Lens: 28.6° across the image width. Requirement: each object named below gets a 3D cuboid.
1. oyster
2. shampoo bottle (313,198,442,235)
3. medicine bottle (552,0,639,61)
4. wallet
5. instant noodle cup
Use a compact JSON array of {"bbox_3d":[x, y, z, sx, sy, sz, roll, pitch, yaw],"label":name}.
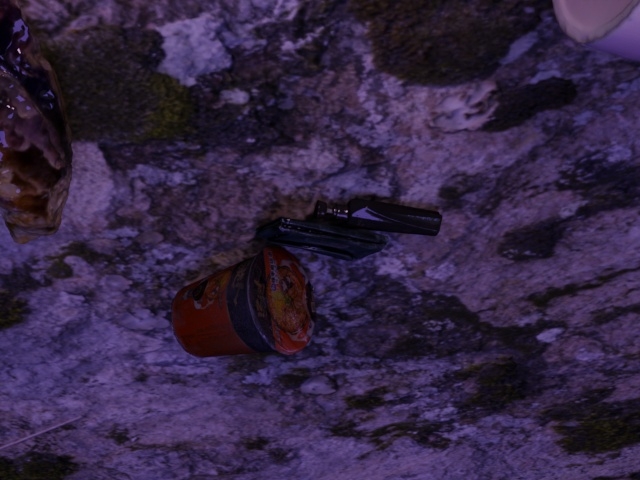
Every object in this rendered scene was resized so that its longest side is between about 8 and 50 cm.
[{"bbox_3d":[-0.330,-0.115,1.153,0.271,0.100,0.275,30,142,-16],"label":"oyster"},{"bbox_3d":[0.062,-0.026,1.359,0.137,0.027,0.048,7,151,-12],"label":"shampoo bottle"},{"bbox_3d":[0.388,-0.196,0.959,0.378,0.213,0.213,11,144,-18],"label":"medicine bottle"},{"bbox_3d":[0.000,0.000,1.374,0.129,0.026,0.088,11,169,-20],"label":"wallet"},{"bbox_3d":[-0.094,0.080,1.441,0.135,0.127,0.127,-15,144,33],"label":"instant noodle cup"}]
